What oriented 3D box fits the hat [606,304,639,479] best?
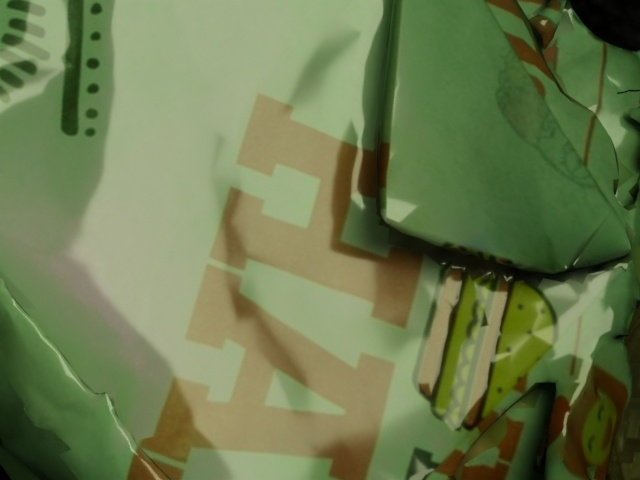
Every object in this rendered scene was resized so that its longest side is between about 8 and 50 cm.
[{"bbox_3d":[0.165,0.061,0.573,0.146,0.067,0.146,10,61,-19],"label":"hat"}]

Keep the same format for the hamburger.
[{"bbox_3d":[0.003,-0.002,0.506,0.214,0.125,0.235,49,60,-1],"label":"hamburger"}]
